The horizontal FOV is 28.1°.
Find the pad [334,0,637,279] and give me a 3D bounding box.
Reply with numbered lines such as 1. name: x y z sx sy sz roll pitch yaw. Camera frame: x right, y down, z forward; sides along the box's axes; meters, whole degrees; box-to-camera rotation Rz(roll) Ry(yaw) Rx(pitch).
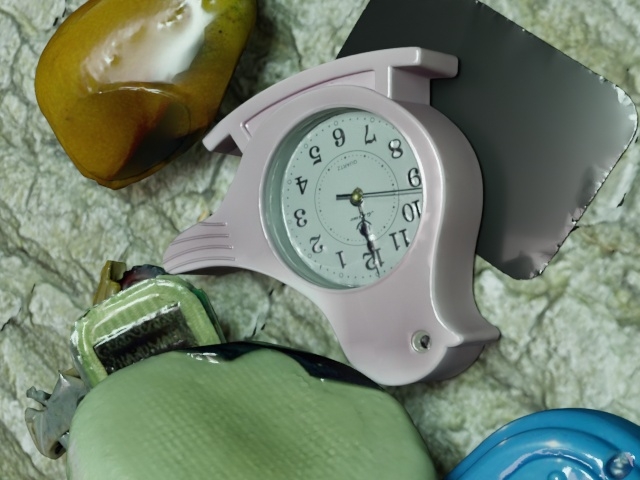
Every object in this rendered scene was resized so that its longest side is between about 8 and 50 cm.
1. pad: 0.119 -0.104 1.077 0.267 0.004 0.181 38 106 24

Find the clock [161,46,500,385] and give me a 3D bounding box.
1. clock: 0.000 0.000 1.095 0.290 0.080 0.275 -16 82 29

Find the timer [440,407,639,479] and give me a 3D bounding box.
1. timer: 0.194 0.315 0.965 0.309 0.115 0.340 -46 67 17

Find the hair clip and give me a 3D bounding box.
1. hair clip: -0.098 0.189 1.122 0.138 0.091 0.321 -27 87 4

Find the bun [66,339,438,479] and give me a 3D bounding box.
1. bun: -0.052 0.207 0.968 0.283 0.283 0.179 26 125 27

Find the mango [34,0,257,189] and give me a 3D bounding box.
1. mango: -0.153 -0.171 1.144 0.236 0.136 0.166 -25 38 33

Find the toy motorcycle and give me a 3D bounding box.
1. toy motorcycle: -0.210 0.126 1.204 0.130 0.094 0.229 16 92 30
